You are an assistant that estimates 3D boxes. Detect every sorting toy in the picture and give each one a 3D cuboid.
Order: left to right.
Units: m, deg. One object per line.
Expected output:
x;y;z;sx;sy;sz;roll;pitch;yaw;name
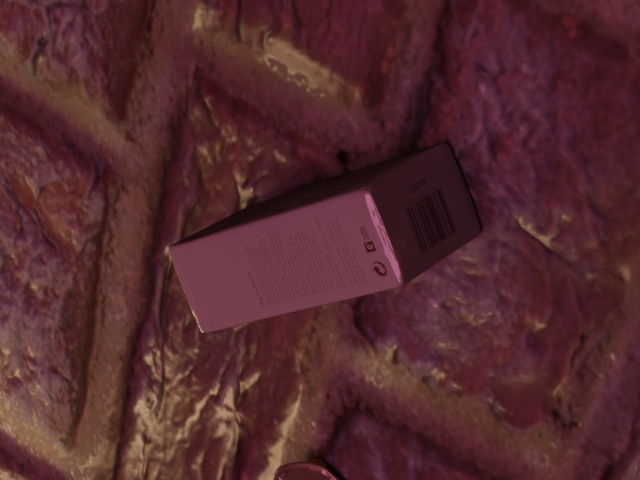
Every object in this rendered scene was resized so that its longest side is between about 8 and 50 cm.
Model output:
-0.006;0.243;1.453;0.083;0.045;0.075;41;139;17;sorting toy

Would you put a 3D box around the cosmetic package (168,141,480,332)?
0.000;0.000;1.273;0.231;0.117;0.086;-14;101;42;cosmetic package
